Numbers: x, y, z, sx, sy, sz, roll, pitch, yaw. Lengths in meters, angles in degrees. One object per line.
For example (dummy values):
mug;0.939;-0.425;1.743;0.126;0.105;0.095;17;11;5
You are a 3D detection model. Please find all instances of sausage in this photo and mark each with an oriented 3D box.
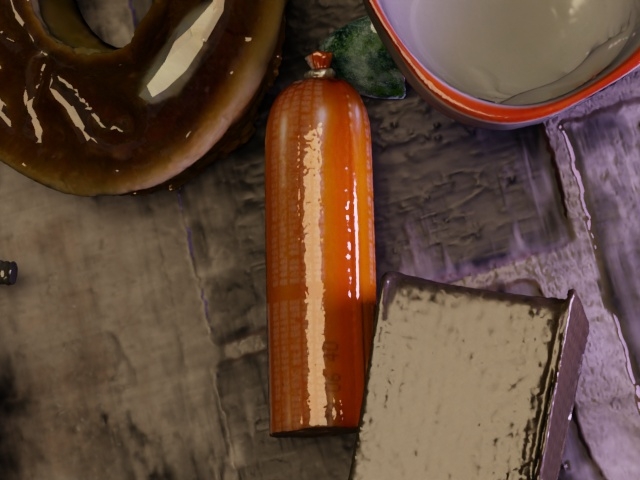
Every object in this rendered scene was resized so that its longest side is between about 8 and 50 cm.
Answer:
sausage;0.000;0.000;1.480;0.093;0.093;0.312;-4;79;11

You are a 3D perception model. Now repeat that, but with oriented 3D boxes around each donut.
donut;-0.170;-0.198;1.530;0.330;0.160;0.330;0;91;16

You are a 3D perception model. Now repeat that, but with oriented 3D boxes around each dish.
dish;0.150;-0.202;1.459;0.256;0.117;0.256;0;80;-2

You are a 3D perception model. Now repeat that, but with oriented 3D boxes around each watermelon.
watermelon;0.039;-0.159;1.531;0.085;0.085;0.061;31;47;15

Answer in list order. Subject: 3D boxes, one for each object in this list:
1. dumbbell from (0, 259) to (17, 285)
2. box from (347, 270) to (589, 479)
dumbbell;-0.376;0.012;1.563;0.254;0.081;0.081;7;82;14
box;0.105;0.168;1.380;0.143;0.184;0.273;10;82;12
